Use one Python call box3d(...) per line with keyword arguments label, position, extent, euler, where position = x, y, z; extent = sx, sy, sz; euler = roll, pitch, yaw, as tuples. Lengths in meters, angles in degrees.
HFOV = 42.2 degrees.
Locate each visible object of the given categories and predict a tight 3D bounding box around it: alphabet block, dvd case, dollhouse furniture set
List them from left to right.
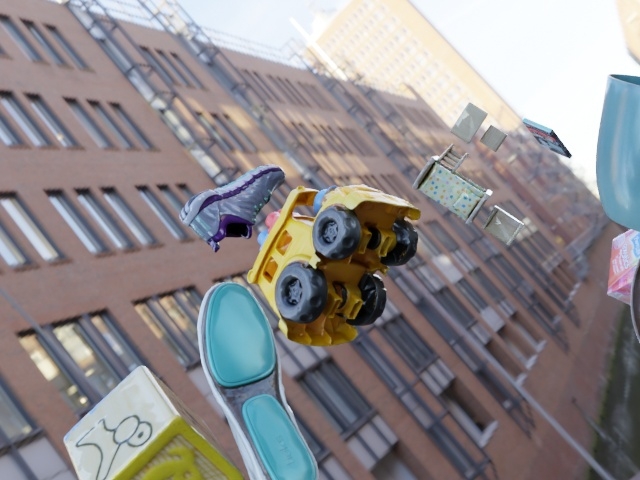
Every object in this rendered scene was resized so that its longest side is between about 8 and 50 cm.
box3d(label="alphabet block", position=(-0.277, 0.361, 1.366), extent=(0.192, 0.193, 0.197), euler=(-45, 32, -7))
box3d(label="dollhouse furniture set", position=(0.268, -0.104, 1.315), extent=(0.161, 0.182, 0.101), euler=(-58, -8, 13))
box3d(label="dvd case", position=(0.522, -0.235, 1.906), extent=(0.013, 0.087, 0.119), euler=(-53, -47, -1))

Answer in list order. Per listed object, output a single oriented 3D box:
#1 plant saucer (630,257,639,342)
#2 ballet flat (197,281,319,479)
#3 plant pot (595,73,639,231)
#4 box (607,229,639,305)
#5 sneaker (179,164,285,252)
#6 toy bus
box3d(label="plant saucer", position=(0.589, 0.087, 1.128), extent=(0.310, 0.310, 0.050), euler=(-46, -19, 27))
box3d(label="ballet flat", position=(-0.122, 0.263, 1.385), extent=(0.139, 0.400, 0.139), euler=(-19, -27, -10))
box3d(label="plant pot", position=(0.596, -0.132, 1.380), extent=(0.293, 0.293, 0.235), euler=(-22, -54, -59))
box3d(label="box", position=(0.768, 0.085, 1.716), extent=(0.154, 0.300, 0.142), euler=(-45, 24, 57))
box3d(label="sneaker", position=(-0.124, -0.048, 1.360), extent=(0.224, 0.098, 0.083), euler=(-30, -15, -41))
box3d(label="toy bus", position=(0.000, 0.000, 1.119), extent=(0.149, 0.211, 0.220), euler=(9, -63, -43))
